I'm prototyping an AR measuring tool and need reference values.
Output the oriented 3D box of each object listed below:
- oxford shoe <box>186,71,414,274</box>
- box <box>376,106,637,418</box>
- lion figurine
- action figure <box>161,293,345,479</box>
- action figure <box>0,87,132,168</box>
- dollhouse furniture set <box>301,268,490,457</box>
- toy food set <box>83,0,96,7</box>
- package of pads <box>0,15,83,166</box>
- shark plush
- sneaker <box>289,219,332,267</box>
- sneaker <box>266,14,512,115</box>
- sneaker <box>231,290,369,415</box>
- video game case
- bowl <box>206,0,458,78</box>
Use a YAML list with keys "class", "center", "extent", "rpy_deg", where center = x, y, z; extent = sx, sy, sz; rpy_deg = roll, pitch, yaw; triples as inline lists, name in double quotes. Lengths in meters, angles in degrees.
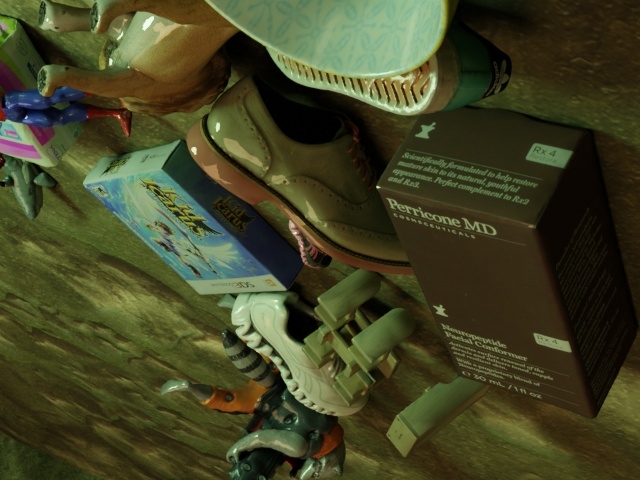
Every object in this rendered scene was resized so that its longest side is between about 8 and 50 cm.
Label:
- class: "oxford shoe"
  center: [0.020, -0.071, 1.506]
  extent: [0.348, 0.123, 0.130]
  rpy_deg: [27, 123, -26]
- class: "box"
  center: [0.220, 0.029, 1.435]
  extent: [0.191, 0.143, 0.381]
  rpy_deg: [16, 149, 33]
- class: "lion figurine"
  center: [-0.146, -0.228, 1.332]
  extent: [0.240, 0.142, 0.392]
  rpy_deg: [1, 169, -29]
- class: "action figure"
  center: [-0.093, 0.296, 2.099]
  extent: [0.330, 0.341, 0.178]
  rpy_deg: [41, 139, -16]
- class: "action figure"
  center: [-0.393, -0.148, 1.676]
  extent: [0.280, 0.139, 0.091]
  rpy_deg: [3, 142, -2]
- class: "dollhouse furniture set"
  center: [0.113, 0.159, 1.855]
  extent: [0.242, 0.161, 0.212]
  rpy_deg: [50, 159, 15]
- class: "toy food set"
  center: [-0.271, -0.332, 1.468]
  extent: [0.132, 0.038, 0.192]
  rpy_deg: [42, 165, -9]
- class: "package of pads"
  center: [-0.511, -0.236, 1.839]
  extent: [0.296, 0.101, 0.229]
  rpy_deg: [17, 152, 29]
- class: "shark plush"
  center: [-0.497, -0.108, 2.100]
  extent: [0.073, 0.067, 0.161]
  rpy_deg: [16, 151, 32]
- class: "sneaker"
  center: [0.000, 0.000, 1.755]
  extent: [0.057, 0.047, 0.119]
  rpy_deg: [5, 147, 25]
- class: "sneaker"
  center: [0.057, -0.190, 1.251]
  extent: [0.302, 0.121, 0.108]
  rpy_deg: [35, 120, 45]
- class: "sneaker"
  center: [-0.010, 0.179, 2.031]
  extent: [0.118, 0.110, 0.292]
  rpy_deg: [-14, 132, 43]
- class: "video game case"
  center: [-0.190, -0.025, 1.903]
  extent: [0.269, 0.061, 0.244]
  rpy_deg: [45, 152, -25]
- class: "bowl"
  center: [0.009, -0.288, 1.066]
  extent: [0.289, 0.156, 0.289]
  rpy_deg: [25, 154, 13]
